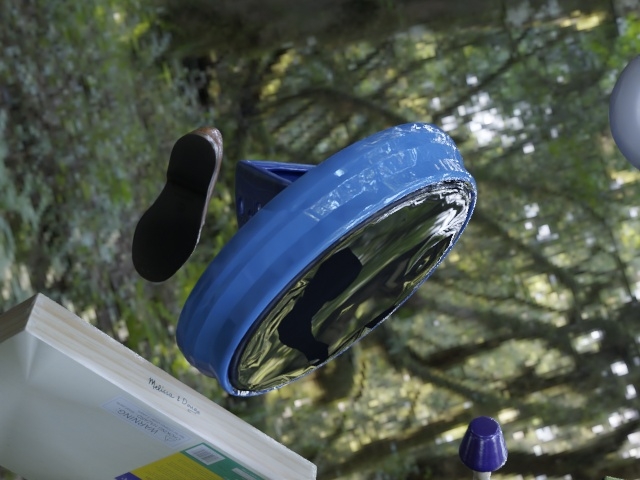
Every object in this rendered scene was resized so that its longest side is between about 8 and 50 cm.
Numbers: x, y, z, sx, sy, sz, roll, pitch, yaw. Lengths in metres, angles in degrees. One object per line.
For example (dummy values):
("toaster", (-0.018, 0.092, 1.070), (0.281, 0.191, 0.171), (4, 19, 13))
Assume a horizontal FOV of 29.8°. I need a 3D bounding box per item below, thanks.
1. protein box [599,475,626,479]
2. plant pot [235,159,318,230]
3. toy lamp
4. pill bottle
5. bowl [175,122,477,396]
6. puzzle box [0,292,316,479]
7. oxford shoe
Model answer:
("protein box", (0.305, 0.371, 1.200), (0.200, 0.136, 0.201), (112, -11, -60))
("plant pot", (0.000, 0.000, 1.871), (0.236, 0.236, 0.212), (28, -67, 60))
("toy lamp", (0.260, 0.392, 1.935), (0.080, 0.080, 0.274), (-118, -163, -50))
("pill bottle", (0.514, -0.156, 1.646), (0.334, 0.188, 0.188), (8, 62, -66))
("bowl", (0.017, 0.034, 1.364), (0.077, 0.391, 0.391), (50, -19, 20))
("puzzle box", (-0.239, 0.224, 1.361), (0.409, 0.272, 0.052), (38, 43, -30))
("oxford shoe", (-0.163, -0.042, 1.448), (0.212, 0.076, 0.076), (-62, 178, 25))
